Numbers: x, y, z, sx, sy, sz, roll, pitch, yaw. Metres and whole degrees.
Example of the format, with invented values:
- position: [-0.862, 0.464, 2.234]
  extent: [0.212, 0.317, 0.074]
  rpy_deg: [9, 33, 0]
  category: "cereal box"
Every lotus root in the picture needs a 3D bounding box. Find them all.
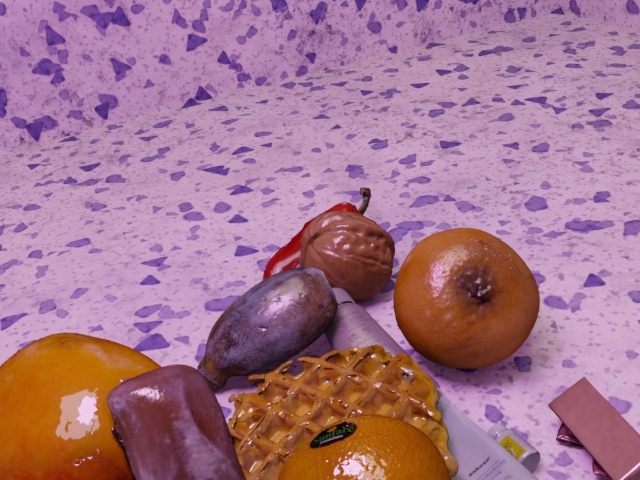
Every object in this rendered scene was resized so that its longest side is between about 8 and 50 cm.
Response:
- position: [-0.117, 0.164, 1.462]
  extent: [0.322, 0.140, 0.158]
  rpy_deg: [-33, 41, -7]
  category: "lotus root"

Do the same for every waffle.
- position: [0.019, 0.316, 1.248]
  extent: [0.380, 0.095, 0.382]
  rpy_deg: [-17, 34, -1]
  category: "waffle"

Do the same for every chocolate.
- position: [-0.179, 0.290, 1.066]
  extent: [0.161, 0.261, 0.083]
  rpy_deg: [-20, -6, -45]
  category: "chocolate"

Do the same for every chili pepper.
- position: [0.000, 0.000, 1.814]
  extent: [0.387, 0.110, 0.110]
  rpy_deg: [-35, 39, -29]
  category: "chili pepper"

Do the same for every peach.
- position: [-0.361, 0.305, 1.186]
  extent: [0.373, 0.290, 0.372]
  rpy_deg: [21, 11, -5]
  category: "peach"

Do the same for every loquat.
- position: [0.264, 0.105, 1.413]
  extent: [0.263, 0.263, 0.263]
  rpy_deg: [-6, 30, 4]
  category: "loquat"

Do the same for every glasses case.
- position: [0.439, 0.316, 1.214]
  extent: [0.102, 0.070, 0.193]
  rpy_deg: [-39, 35, 3]
  category: "glasses case"

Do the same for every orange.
- position: [0.057, 0.333, 0.996]
  extent: [0.236, 0.236, 0.236]
  rpy_deg: [-6, 30, 4]
  category: "orange"

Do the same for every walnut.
- position: [0.060, 0.033, 1.651]
  extent: [0.213, 0.213, 0.213]
  rpy_deg: [-6, 30, 4]
  category: "walnut"

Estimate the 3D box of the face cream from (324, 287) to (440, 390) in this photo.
- position: [0.084, 0.205, 1.464]
  extent: [0.143, 0.089, 0.314]
  rpy_deg: [-23, 39, -14]
  category: "face cream"

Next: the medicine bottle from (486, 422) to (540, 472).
- position: [0.303, 0.329, 1.227]
  extent: [0.047, 0.047, 0.083]
  rpy_deg: [-23, 34, -23]
  category: "medicine bottle"

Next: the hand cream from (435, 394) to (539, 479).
- position: [0.249, 0.351, 1.189]
  extent: [0.109, 0.067, 0.321]
  rpy_deg: [-41, 37, -12]
  category: "hand cream"
